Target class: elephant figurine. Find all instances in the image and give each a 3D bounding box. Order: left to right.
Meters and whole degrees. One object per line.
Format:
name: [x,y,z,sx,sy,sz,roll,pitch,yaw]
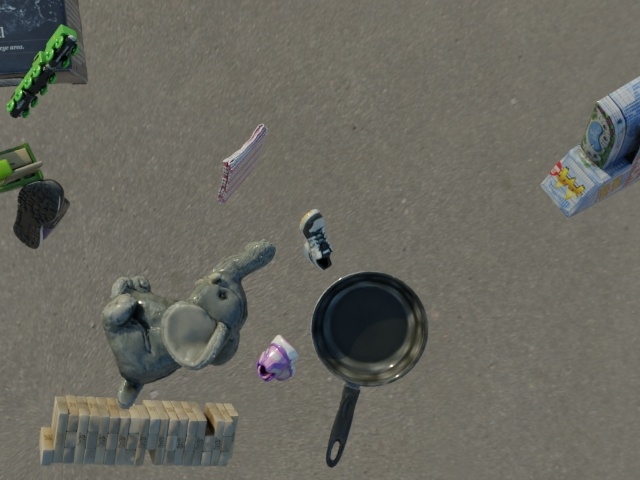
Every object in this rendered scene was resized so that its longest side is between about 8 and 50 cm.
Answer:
elephant figurine: [-0.180,0.120,1.046,0.240,0.186,0.169,-3,32,11]

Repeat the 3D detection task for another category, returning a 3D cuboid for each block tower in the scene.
block tower: [-0.314,0.338,1.277,0.336,0.091,0.097,7,97,-23]

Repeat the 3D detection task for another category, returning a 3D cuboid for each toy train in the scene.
toy train: [-0.201,-0.121,0.518,0.017,0.083,0.023,21,38,-45]

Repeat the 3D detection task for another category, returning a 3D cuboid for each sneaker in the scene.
sneaker: [-0.695,-0.096,1.833,0.107,0.283,0.124,43,49,-8]
sneaker: [-0.128,0.338,1.944,0.095,0.236,0.104,41,68,14]
sneaker: [0.000,0.000,0.801,0.032,0.083,0.037,-33,56,-18]

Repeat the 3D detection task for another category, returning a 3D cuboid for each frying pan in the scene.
frying pan: [0.090,0.212,1.223,0.197,0.053,0.326,-6,95,2]

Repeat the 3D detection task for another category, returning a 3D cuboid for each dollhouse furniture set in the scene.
dollhouse furniture set: [-0.761,-0.271,1.654,0.151,0.197,0.301,-26,92,-32]

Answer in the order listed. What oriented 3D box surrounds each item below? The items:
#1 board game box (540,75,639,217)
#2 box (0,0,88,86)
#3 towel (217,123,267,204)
board game box: [0.364,-0.116,0.855,0.194,0.194,0.060,-32,67,-5]
box: [-0.302,-0.219,0.642,0.156,0.093,0.158,-6,96,-8]
towel: [-0.188,-0.178,1.696,0.029,0.197,0.144,36,63,3]
